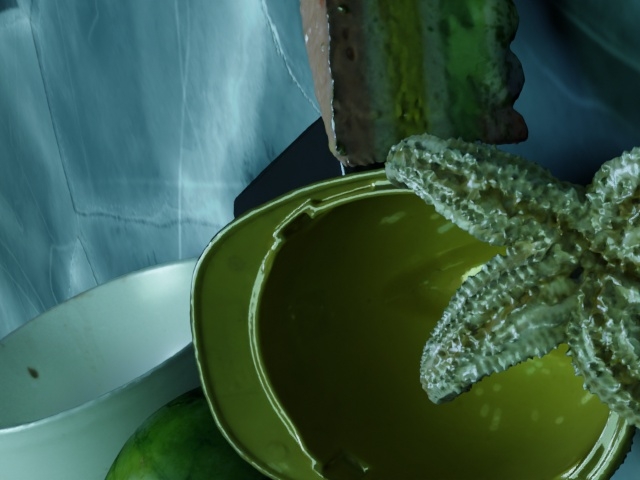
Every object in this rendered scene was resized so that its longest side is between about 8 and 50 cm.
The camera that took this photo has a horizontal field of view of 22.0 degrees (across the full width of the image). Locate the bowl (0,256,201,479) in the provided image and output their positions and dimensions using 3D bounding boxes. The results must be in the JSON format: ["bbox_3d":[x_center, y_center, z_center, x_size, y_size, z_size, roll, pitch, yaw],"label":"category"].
[{"bbox_3d":[-0.164,0.139,1.375,0.277,0.277,0.145,17,132,63],"label":"bowl"}]

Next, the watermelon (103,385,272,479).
[{"bbox_3d":[-0.046,0.218,1.180,0.242,0.242,0.242,45,144,48],"label":"watermelon"}]

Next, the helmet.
[{"bbox_3d":[0.073,0.044,0.902,0.257,0.140,0.205,1,107,32],"label":"helmet"}]

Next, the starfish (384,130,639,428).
[{"bbox_3d":[0.123,0.020,0.752,0.238,0.071,0.216,39,115,20],"label":"starfish"}]

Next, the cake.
[{"bbox_3d":[0.039,-0.148,0.876,0.090,0.109,0.225,163,103,-69],"label":"cake"}]

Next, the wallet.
[{"bbox_3d":[0.000,0.000,1.183,0.250,0.044,0.149,142,114,-65],"label":"wallet"}]
